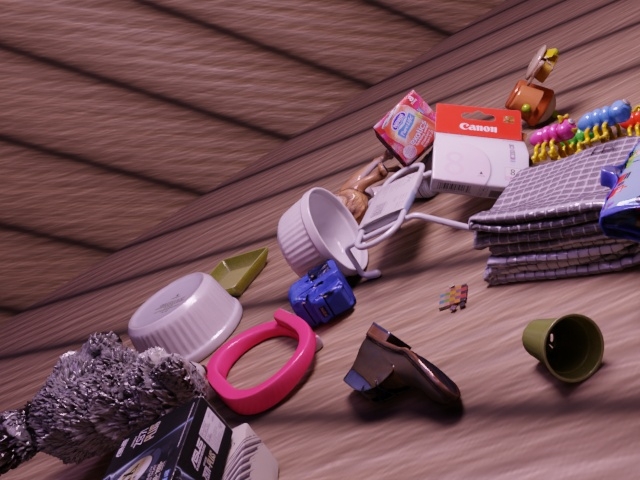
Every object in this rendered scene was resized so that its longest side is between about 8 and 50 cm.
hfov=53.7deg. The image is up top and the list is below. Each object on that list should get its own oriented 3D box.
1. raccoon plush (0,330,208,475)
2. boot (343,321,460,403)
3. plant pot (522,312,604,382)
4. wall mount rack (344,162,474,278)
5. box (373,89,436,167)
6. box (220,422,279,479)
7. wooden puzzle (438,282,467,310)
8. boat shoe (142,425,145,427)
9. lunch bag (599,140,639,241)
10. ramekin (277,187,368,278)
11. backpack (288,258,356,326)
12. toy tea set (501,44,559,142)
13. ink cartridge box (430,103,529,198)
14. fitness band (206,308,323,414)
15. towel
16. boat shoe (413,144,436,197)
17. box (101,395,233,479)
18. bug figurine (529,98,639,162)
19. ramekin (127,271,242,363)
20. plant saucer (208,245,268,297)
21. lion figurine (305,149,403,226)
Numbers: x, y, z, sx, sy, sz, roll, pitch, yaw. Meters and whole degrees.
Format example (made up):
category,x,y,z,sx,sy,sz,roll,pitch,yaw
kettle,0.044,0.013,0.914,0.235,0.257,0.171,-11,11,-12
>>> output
category,x,y,z,sx,sy,sz,roll,pitch,yaw
raccoon plush,-0.395,0.346,1.107,0.299,0.216,0.446,1,38,50
boot,0.112,0.207,0.915,0.106,0.082,0.219,-55,26,-1
plant pot,0.298,0.129,0.799,0.083,0.083,0.079,-35,6,-9
wall mount rack,0.215,-0.055,1.302,0.304,0.131,0.350,-24,20,31
box,0.217,-0.265,1.546,0.128,0.123,0.257,-42,-2,8
box,-0.124,0.368,0.799,0.113,0.094,0.275,-30,20,8
wooden puzzle,0.226,0.096,1.075,0.049,0.006,0.083,-22,22,26
boat shoe,-0.303,0.428,0.928,0.324,0.123,0.116,-53,-6,-29
lunch bag,0.499,-0.075,0.781,0.293,0.138,0.221,8,41,36
ramekin,0.000,0.000,1.368,0.109,0.207,0.207,-32,17,27
backpack,-0.002,0.111,1.245,0.120,0.098,0.101,-29,23,3
toy tea set,0.483,-0.275,1.455,0.336,0.124,0.200,-60,-5,-21
ink cartridge box,0.324,-0.196,1.288,0.188,0.066,0.233,7,66,4
fitness band,-0.111,0.227,1.201,0.209,0.054,0.290,-40,20,-16
towel,0.400,-0.055,1.016,0.283,0.121,0.235,-11,27,45
boat shoe,0.275,-0.186,1.577,0.075,0.083,0.226,-11,28,42
box,-0.206,0.309,0.810,0.147,0.078,0.180,-31,19,16
bug figurine,0.497,-0.201,1.127,0.278,0.072,0.216,-11,-4,-45
ramekin,-0.330,0.188,1.499,0.272,0.127,0.273,-27,19,10
plant saucer,-0.238,0.102,1.696,0.188,0.045,0.188,-16,24,37
lion figurine,0.093,-0.109,1.622,0.240,0.142,0.392,-32,0,19
